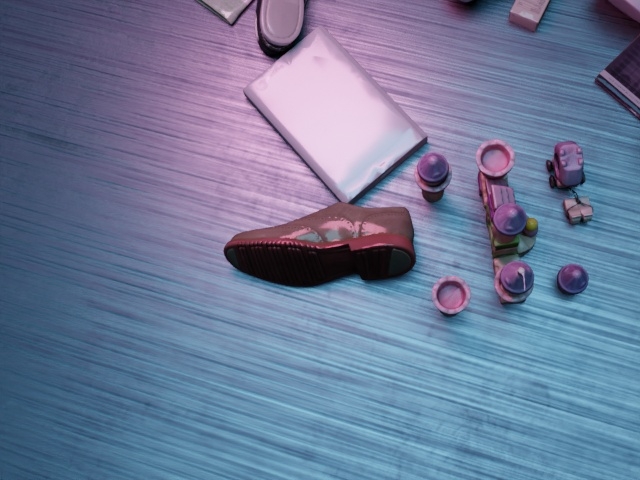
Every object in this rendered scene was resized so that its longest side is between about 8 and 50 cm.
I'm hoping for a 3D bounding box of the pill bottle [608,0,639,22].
[{"bbox_3d":[0.646,-0.553,1.589,0.176,0.176,0.318,42,105,14],"label":"pill bottle"}]

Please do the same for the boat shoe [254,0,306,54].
[{"bbox_3d":[-0.071,-0.510,1.733,0.114,0.091,0.302,19,76,-14],"label":"boat shoe"}]

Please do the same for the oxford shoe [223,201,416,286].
[{"bbox_3d":[0.000,0.000,1.616,0.349,0.123,0.130,0,51,8],"label":"oxford shoe"}]

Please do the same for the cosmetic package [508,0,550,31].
[{"bbox_3d":[0.410,-0.464,1.693,0.060,0.041,0.115,27,82,11],"label":"cosmetic package"}]

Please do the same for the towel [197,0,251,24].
[{"bbox_3d":[-0.172,-0.629,1.802,0.248,0.038,0.324,38,84,12],"label":"towel"}]

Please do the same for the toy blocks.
[{"bbox_3d":[0.325,-0.036,1.492,0.309,0.260,0.288,-8,76,5],"label":"toy blocks"}]

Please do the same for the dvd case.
[{"bbox_3d":[0.646,-0.320,1.644,0.221,0.018,0.164,-44,77,-5],"label":"dvd case"}]

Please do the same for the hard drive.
[{"bbox_3d":[0.026,-0.238,1.687,0.203,0.040,0.307,-40,76,-3],"label":"hard drive"}]
